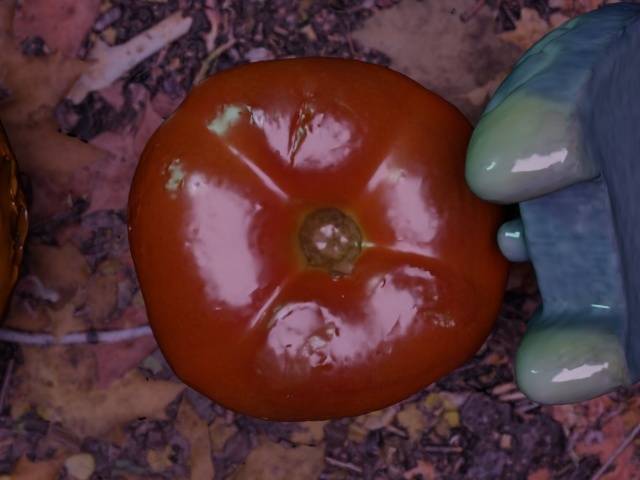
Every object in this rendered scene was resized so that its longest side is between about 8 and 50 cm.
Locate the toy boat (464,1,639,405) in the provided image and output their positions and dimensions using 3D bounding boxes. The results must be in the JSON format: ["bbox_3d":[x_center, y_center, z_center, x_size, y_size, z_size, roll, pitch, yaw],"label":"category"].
[{"bbox_3d":[0.170,-0.038,0.549,0.123,0.330,0.215,-5,114,38],"label":"toy boat"}]

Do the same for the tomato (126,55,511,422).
[{"bbox_3d":[-0.001,-0.004,0.571,0.260,0.180,0.259,0,91,-7],"label":"tomato"}]

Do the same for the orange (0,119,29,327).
[{"bbox_3d":[-0.355,-0.008,0.475,0.293,0.341,0.340,14,91,30],"label":"orange"}]
